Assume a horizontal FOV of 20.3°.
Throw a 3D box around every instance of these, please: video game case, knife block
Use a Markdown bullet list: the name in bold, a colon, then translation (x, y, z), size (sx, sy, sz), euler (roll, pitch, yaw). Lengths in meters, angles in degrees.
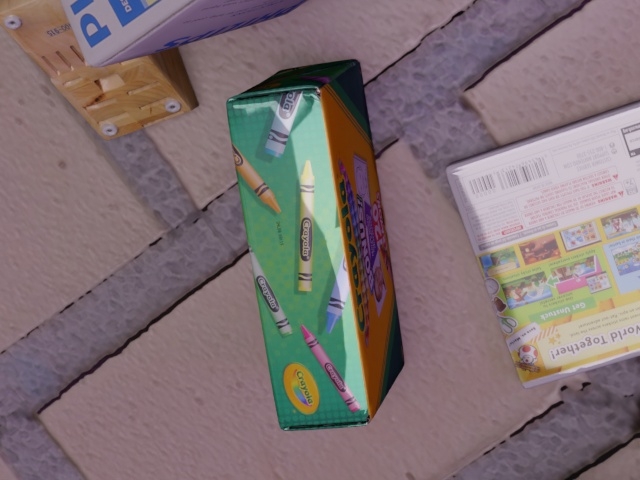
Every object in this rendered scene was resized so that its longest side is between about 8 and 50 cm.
- **video game case**: translation (0.244, -0.002, 1.508), size (0.227, 0.026, 0.206), euler (-18, 98, 15)
- **knife block**: translation (-0.208, -0.254, 1.532), size (0.088, 0.242, 0.276), euler (-18, 143, 17)

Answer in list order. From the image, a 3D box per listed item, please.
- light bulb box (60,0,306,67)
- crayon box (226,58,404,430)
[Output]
- **light bulb box**: translation (-0.061, -0.367, 1.293), size (0.361, 0.225, 0.358), euler (-25, 88, 47)
- **crayon box**: translation (0.000, 0.000, 1.489), size (0.081, 0.165, 0.278), euler (-6, 102, 14)
